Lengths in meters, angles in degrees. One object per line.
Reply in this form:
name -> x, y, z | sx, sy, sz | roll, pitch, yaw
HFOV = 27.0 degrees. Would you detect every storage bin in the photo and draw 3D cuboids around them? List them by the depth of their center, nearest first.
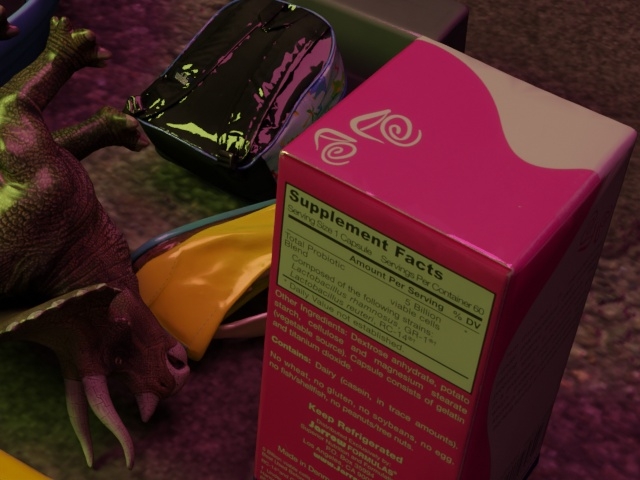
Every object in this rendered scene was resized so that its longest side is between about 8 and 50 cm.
storage bin -> 0.029, -0.119, 0.866 | 0.135, 0.091, 0.098 | 24, 45, 18

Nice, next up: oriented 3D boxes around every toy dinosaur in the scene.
toy dinosaur -> -0.190, -0.035, 0.655 | 0.313, 0.121, 0.160 | 27, 68, 8

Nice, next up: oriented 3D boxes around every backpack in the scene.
backpack -> -0.040, -0.085, 0.808 | 0.105, 0.084, 0.114 | 27, 73, 27

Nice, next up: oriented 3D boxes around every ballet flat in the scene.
ballet flat -> 0.000, 0.000, 0.758 | 0.231, 0.077, 0.077 | -27, 74, -28

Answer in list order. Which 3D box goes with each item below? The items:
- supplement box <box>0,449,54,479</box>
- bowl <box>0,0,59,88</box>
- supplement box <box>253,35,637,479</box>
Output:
supplement box -> -0.089, 0.205, 0.351 | 0.356, 0.194, 0.195 | 30, 44, 1
bowl -> -0.363, -0.177, 0.881 | 0.391, 0.077, 0.391 | 4, 43, -4
supplement box -> 0.049, 0.039, 0.604 | 0.114, 0.220, 0.111 | 29, 47, 21
